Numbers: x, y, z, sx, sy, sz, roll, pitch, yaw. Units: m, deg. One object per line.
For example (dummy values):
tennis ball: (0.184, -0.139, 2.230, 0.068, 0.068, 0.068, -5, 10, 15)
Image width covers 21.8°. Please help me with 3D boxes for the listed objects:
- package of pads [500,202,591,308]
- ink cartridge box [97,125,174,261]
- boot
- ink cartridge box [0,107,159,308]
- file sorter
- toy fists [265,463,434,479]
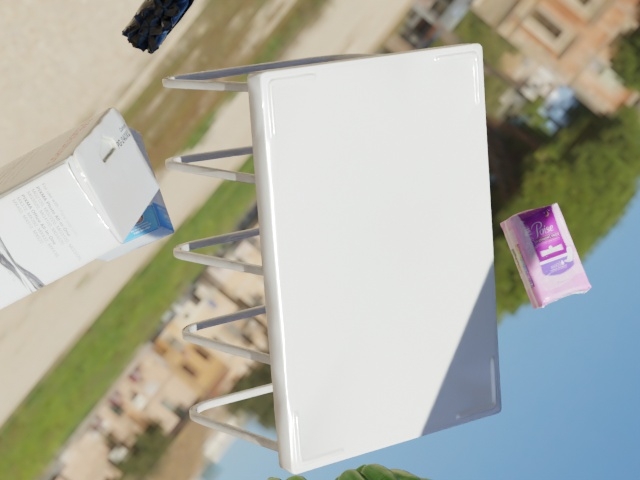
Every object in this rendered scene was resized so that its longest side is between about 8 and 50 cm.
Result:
package of pads: (0.192, 0.013, 1.418, 0.050, 0.083, 0.032, -18, 173, -18)
ink cartridge box: (-0.222, -0.051, 1.801, 0.088, 0.122, 0.052, -23, 169, 13)
boot: (-0.123, -0.219, 1.442, 0.099, 0.045, 0.121, -52, -174, 31)
ink cartridge box: (-0.182, -0.009, 1.002, 0.150, 0.063, 0.109, -26, -164, 16)
file sorter: (0.000, 0.000, 1.234, 0.192, 0.278, 0.173, -12, -166, -35)
toy fists: (0.009, 0.333, 1.930, 0.096, 0.279, 0.142, -124, -147, -60)
